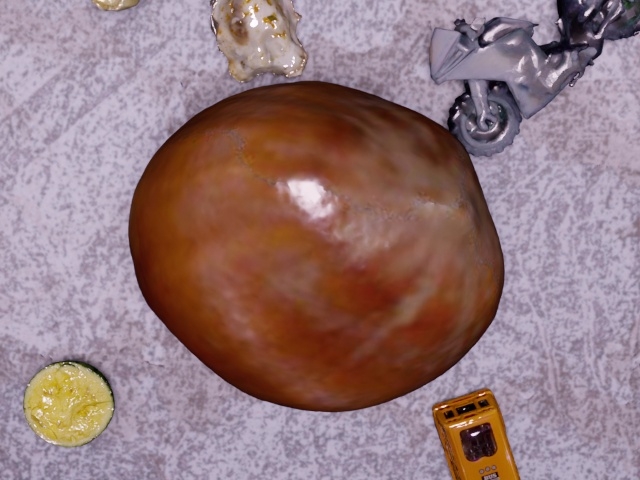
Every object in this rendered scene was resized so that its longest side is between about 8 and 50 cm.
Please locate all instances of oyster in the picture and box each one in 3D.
[{"bbox_3d":[-0.073,-0.252,0.943,0.103,0.051,0.148,-9,114,-1],"label":"oyster"}]

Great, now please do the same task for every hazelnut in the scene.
[{"bbox_3d":[-0.005,0.000,0.839,0.365,0.366,0.366,0,99,0],"label":"hazelnut"}]

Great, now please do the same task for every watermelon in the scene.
[{"bbox_3d":[-0.297,0.190,1.009,0.105,0.062,0.106,-1,99,-8],"label":"watermelon"}]

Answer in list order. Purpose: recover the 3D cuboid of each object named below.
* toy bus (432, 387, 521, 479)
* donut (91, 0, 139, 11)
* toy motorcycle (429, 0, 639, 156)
[{"bbox_3d":[0.200,0.284,1.012,0.083,0.088,0.195,-19,98,2],"label":"toy bus"},{"bbox_3d":[-0.244,-0.320,0.901,0.166,0.108,0.065,43,118,-4],"label":"donut"},{"bbox_3d":[0.227,-0.221,0.924,0.270,0.106,0.159,-43,103,10],"label":"toy motorcycle"}]
